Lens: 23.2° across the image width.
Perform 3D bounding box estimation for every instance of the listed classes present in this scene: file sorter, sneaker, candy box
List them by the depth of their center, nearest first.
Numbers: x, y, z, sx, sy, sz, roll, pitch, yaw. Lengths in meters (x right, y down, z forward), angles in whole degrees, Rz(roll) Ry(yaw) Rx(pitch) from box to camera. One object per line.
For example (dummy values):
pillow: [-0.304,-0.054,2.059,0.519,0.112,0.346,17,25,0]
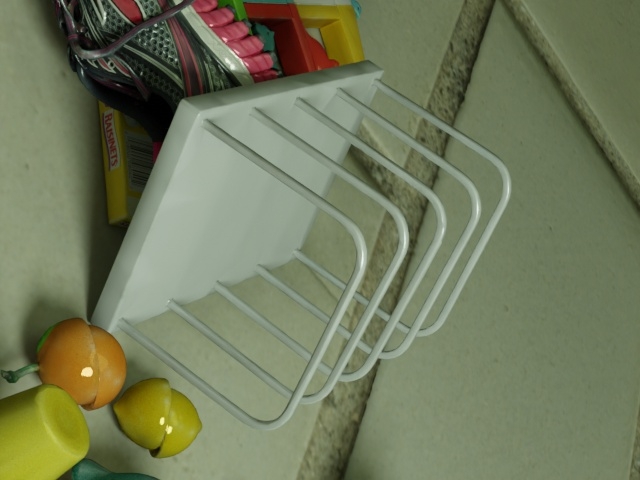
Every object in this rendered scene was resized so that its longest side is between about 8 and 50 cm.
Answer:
sneaker: [-0.161,-0.180,1.156,0.299,0.121,0.112,44,67,-11]
file sorter: [0.000,0.000,1.191,0.173,0.192,0.278,35,26,18]
candy box: [-0.135,-0.102,1.253,0.105,0.027,0.205,18,59,-52]

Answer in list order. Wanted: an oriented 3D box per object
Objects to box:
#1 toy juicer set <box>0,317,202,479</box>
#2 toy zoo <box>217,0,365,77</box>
toy juicer set: [-0.118,0.200,1.084,0.329,0.089,0.209,54,17,-20]
toy zoo: [-0.039,-0.217,1.455,0.293,0.030,0.192,-11,82,-58]
